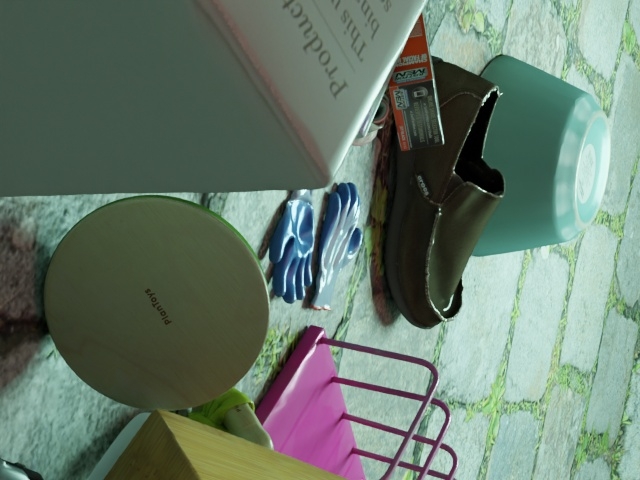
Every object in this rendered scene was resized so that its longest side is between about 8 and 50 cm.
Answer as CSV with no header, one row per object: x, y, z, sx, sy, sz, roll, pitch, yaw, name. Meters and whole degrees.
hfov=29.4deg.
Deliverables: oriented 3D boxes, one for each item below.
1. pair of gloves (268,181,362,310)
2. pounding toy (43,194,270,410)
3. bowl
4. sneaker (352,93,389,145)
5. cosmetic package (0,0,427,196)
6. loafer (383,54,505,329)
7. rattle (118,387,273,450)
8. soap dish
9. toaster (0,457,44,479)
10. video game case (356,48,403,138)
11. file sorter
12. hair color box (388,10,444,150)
0.000,0.000,1.380,0.198,0.023,0.159,24,78,-62,pair of gloves
-0.130,0.012,1.010,0.110,0.183,0.236,-80,168,-72,pounding toy
0.334,-0.118,1.838,0.311,0.163,0.311,-29,123,-57,bowl
0.053,-0.137,1.383,0.134,0.070,0.051,26,73,-63,sneaker
-0.117,-0.273,0.661,0.329,0.328,0.393,57,48,-38,cosmetic package
0.165,-0.049,1.565,0.134,0.130,0.365,-35,129,-55,loafer
-0.123,0.241,1.179,0.143,0.130,0.199,-35,157,-41,rattle
-0.093,0.286,1.050,0.291,0.118,0.229,31,96,-45,soap dish
-0.253,0.219,0.848,0.227,0.129,0.146,46,60,-60,toaster
0.023,-0.211,1.293,0.143,0.019,0.157,39,61,-32,video game case
0.051,0.283,1.401,0.202,0.182,0.290,-56,145,-38,file sorter
0.105,-0.192,1.411,0.167,0.053,0.093,-93,171,-49,hair color box
